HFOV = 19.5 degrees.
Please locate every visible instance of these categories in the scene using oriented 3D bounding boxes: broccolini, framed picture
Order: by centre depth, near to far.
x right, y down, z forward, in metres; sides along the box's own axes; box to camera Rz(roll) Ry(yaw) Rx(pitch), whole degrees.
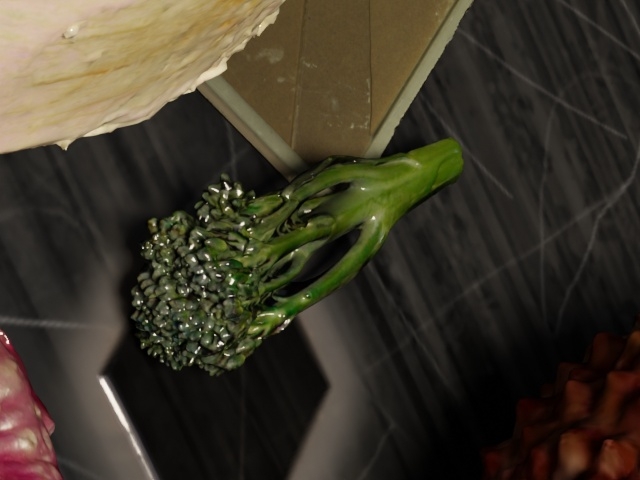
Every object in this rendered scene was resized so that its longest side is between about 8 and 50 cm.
[{"bbox_3d":[-0.012,-0.002,0.874,0.203,0.068,0.091,-28,112,-46],"label":"broccolini"},{"bbox_3d":[0.005,-0.159,0.940,0.184,0.016,0.250,44,58,-23],"label":"framed picture"}]

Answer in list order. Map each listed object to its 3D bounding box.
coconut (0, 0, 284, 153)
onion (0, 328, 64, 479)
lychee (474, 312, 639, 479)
[{"bbox_3d":[-0.142,-0.178,0.659,0.254,0.297,0.297,-22,95,-41],"label":"coconut"},{"bbox_3d":[-0.190,0.108,0.652,0.230,0.163,0.230,41,28,-27],"label":"onion"},{"bbox_3d":[0.202,0.170,0.854,0.306,0.306,0.330,48,33,-20],"label":"lychee"}]
